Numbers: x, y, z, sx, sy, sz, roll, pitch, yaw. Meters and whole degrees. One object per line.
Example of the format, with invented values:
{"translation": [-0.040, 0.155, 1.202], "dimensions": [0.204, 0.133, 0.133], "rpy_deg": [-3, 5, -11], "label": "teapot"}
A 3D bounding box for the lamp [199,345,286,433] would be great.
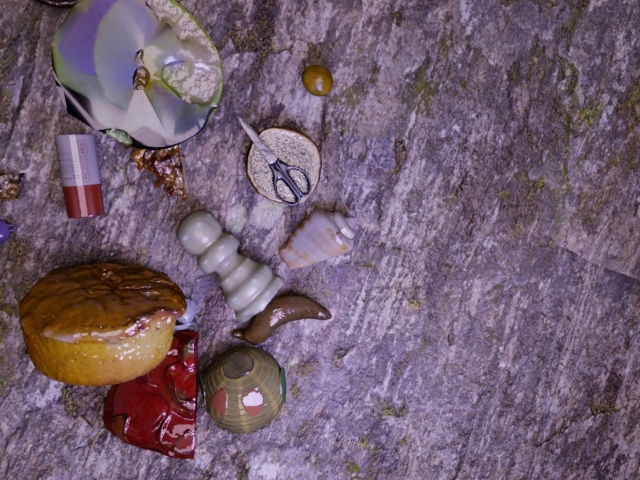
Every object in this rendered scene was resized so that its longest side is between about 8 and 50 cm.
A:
{"translation": [-0.222, 0.448, 1.442], "dimensions": [0.250, 0.250, 0.284], "rpy_deg": [-13, 133, -11], "label": "lamp"}

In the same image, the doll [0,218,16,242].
{"translation": [-0.905, -0.013, 1.275], "dimensions": [0.205, 0.067, 0.110], "rpy_deg": [-13, 75, -24], "label": "doll"}

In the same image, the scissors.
{"translation": [-0.141, -0.232, 1.384], "dimensions": [0.109, 0.022, 0.300], "rpy_deg": [-40, 103, -6], "label": "scissors"}

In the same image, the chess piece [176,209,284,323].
{"translation": [-0.272, 0.058, 1.398], "dimensions": [0.182, 0.182, 0.330], "rpy_deg": [-42, 100, -4], "label": "chess piece"}

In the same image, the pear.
{"translation": [-0.453, -0.428, 1.274], "dimensions": [0.398, 0.165, 0.399], "rpy_deg": [-2, 99, -13], "label": "pear"}

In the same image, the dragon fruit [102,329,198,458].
{"translation": [-0.464, 0.423, 1.376], "dimensions": [0.285, 0.228, 0.330], "rpy_deg": [13, 98, -13], "label": "dragon fruit"}

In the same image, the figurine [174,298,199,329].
{"translation": [-0.400, 0.215, 1.444], "dimensions": [0.094, 0.082, 0.086], "rpy_deg": [-9, 84, -37], "label": "figurine"}

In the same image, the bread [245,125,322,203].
{"translation": [-0.106, -0.219, 1.439], "dimensions": [0.236, 0.070, 0.236], "rpy_deg": [-2, 99, -12], "label": "bread"}

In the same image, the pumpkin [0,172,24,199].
{"translation": [-0.835, -0.144, 1.300], "dimensions": [0.101, 0.035, 0.073], "rpy_deg": [1, 87, -10], "label": "pumpkin"}

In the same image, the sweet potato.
{"translation": [-0.122, 0.230, 1.493], "dimensions": [0.309, 0.098, 0.124], "rpy_deg": [-19, 124, -12], "label": "sweet potato"}

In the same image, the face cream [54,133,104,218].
{"translation": [-0.638, -0.171, 1.307], "dimensions": [0.095, 0.096, 0.214], "rpy_deg": [-6, 100, -12], "label": "face cream"}

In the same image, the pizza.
{"translation": [-0.426, -0.196, 1.366], "dimensions": [0.154, 0.069, 0.194], "rpy_deg": [-32, 103, -8], "label": "pizza"}

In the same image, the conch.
{"translation": [0.004, 0.001, 1.469], "dimensions": [0.255, 0.127, 0.158], "rpy_deg": [-39, 106, -4], "label": "conch"}

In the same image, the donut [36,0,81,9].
{"translation": [-0.655, -0.708, 1.216], "dimensions": [0.269, 0.103, 0.270], "rpy_deg": [-2, 98, -15], "label": "donut"}

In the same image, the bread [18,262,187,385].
{"translation": [-0.547, 0.196, 1.261], "dimensions": [0.397, 0.398, 0.216], "rpy_deg": [8, 108, -14], "label": "bread"}

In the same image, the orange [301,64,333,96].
{"translation": [-0.011, -0.460, 1.415], "dimensions": [0.095, 0.085, 0.085], "rpy_deg": [25, 92, -10], "label": "orange"}
